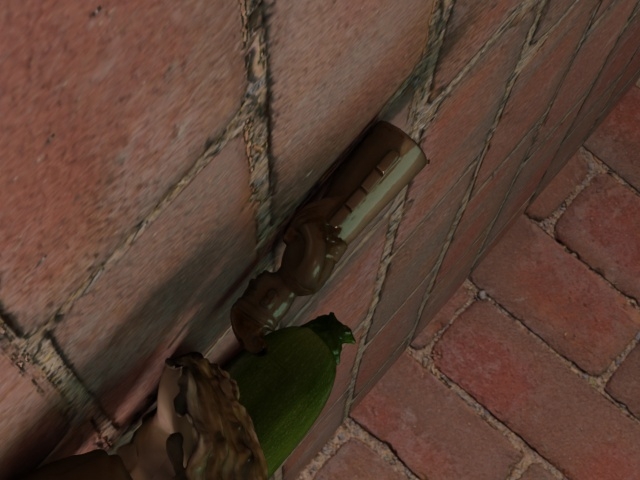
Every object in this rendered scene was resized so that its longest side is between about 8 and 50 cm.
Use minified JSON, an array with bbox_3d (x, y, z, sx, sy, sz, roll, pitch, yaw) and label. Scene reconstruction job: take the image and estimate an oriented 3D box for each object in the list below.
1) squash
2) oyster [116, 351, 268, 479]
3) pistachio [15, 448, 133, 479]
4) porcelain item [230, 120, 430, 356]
[{"bbox_3d":[-0.102,0.203,1.524,0.395,0.107,0.107,-44,170,-28],"label":"squash"},{"bbox_3d":[-0.108,0.227,1.272,0.238,0.115,0.351,-57,-159,36],"label":"oyster"},{"bbox_3d":[-0.182,0.222,1.157,0.136,0.136,0.226,-45,176,-32],"label":"pistachio"},{"bbox_3d":[0.000,0.000,1.333,0.213,0.054,0.084,-50,169,-5],"label":"porcelain item"}]
